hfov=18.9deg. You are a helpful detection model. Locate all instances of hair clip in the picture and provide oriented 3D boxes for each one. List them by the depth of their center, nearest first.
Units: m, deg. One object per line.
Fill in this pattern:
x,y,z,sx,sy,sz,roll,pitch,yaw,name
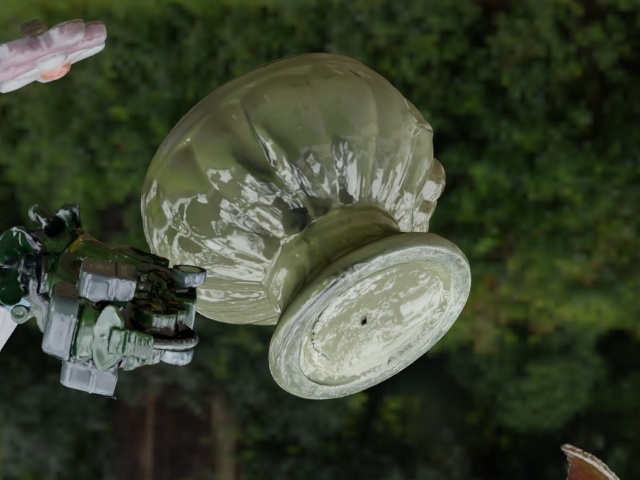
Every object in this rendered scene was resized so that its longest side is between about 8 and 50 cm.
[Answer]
-0.313,-0.217,2.183,0.146,0.075,0.257,-15,-173,-9,hair clip

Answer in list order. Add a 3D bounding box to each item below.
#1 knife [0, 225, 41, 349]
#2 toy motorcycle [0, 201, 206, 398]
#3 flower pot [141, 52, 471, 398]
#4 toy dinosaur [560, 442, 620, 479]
-0.305,0.075,1.813,0.058,0.244,0.032,30,-155,-26,knife
-0.194,0.047,1.651,0.187,0.125,0.275,9,-168,-8,toy motorcycle
0.000,0.000,1.864,0.307,0.307,0.244,1,-135,-39,flower pot
0.167,0.342,1.519,0.206,0.327,0.113,42,-175,11,toy dinosaur
